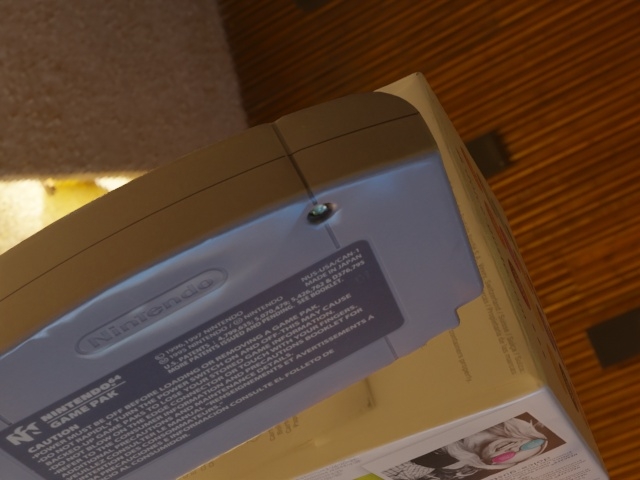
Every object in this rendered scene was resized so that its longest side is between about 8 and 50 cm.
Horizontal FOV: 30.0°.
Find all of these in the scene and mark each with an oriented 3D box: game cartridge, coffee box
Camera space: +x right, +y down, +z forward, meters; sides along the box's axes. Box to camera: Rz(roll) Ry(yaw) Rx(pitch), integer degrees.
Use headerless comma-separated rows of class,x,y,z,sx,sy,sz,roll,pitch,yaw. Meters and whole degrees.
game cartridge,-0.066,0.045,0.598,0.062,0.297,0.198,62,180,37
coffee box,0.046,0.106,1.183,0.334,0.338,0.337,47,-158,-57
